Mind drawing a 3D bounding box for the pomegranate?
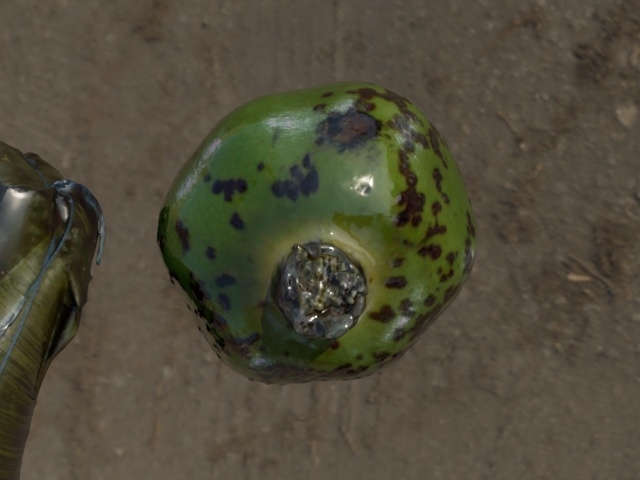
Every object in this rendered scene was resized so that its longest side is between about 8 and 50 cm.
[{"bbox_3d":[0.000,0.000,0.998,0.254,0.254,0.270,-58,12,11],"label":"pomegranate"}]

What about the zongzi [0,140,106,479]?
[{"bbox_3d":[-0.318,0.145,1.303,0.403,0.432,0.208,-47,46,-4],"label":"zongzi"}]
